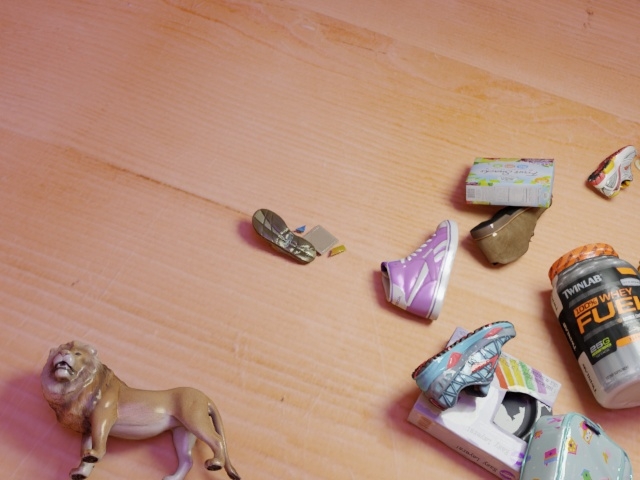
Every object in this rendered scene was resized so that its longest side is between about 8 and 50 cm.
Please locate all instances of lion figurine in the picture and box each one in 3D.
[{"bbox_3d":[-0.335,0.327,1.357,0.392,0.142,0.240,15,42,-18],"label":"lion figurine"}]

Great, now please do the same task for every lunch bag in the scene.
[{"bbox_3d":[0.495,0.481,1.374,0.224,0.108,0.279,39,53,-13],"label":"lunch bag"}]

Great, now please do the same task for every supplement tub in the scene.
[{"bbox_3d":[0.653,0.186,1.610,0.207,0.207,0.337,-5,53,-15],"label":"supplement tub"}]

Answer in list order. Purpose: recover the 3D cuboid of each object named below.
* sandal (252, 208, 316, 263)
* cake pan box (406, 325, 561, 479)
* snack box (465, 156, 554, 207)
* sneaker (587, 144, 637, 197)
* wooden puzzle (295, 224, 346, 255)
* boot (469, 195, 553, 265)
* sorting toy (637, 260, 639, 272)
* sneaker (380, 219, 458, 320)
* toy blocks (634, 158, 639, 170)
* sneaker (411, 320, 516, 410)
[{"bbox_3d":[-0.091,-0.003,1.706,0.180,0.049,0.072,37,59,-1],"label":"sandal"},{"bbox_3d":[0.350,0.343,1.514,0.267,0.070,0.245,31,55,12],"label":"cake pan box"},{"bbox_3d":[0.492,-0.153,1.855,0.207,0.070,0.174,3,29,21],"label":"snack box"},{"bbox_3d":[0.840,-0.193,2.038,0.092,0.088,0.225,50,57,1],"label":"sneaker"},{"bbox_3d":[0.000,0.000,1.741,0.079,0.014,0.116,-30,64,-35],"label":"wooden puzzle"},{"bbox_3d":[0.505,-0.032,1.841,0.305,0.112,0.115,-29,94,-35],"label":"boot"},{"bbox_3d":[0.931,0.126,1.786,0.307,0.041,0.229,27,25,11],"label":"sorting toy"},{"bbox_3d":[0.232,0.043,1.703,0.161,0.102,0.282,18,51,6],"label":"sneaker"},{"bbox_3d":[0.998,-0.260,2.069,0.123,0.148,0.054,4,52,-9],"label":"toy blocks"},{"bbox_3d":[0.313,0.262,1.483,0.262,0.104,0.125,-27,79,-23],"label":"sneaker"}]
